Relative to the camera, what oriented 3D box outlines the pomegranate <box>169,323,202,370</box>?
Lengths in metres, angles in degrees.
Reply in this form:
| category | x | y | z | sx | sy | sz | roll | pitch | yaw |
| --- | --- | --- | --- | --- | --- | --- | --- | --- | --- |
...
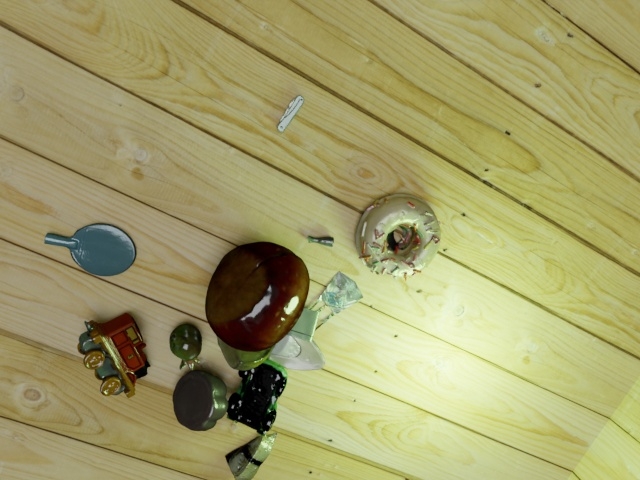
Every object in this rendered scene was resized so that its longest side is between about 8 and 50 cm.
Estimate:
| category | x | y | z | sx | sy | sz | roll | pitch | yaw |
| --- | --- | --- | --- | --- | --- | --- | --- | --- | --- |
| pomegranate | -0.560 | 0.447 | 1.851 | 0.131 | 0.152 | 0.191 | -5 | 126 | -14 |

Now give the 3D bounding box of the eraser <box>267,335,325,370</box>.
| category | x | y | z | sx | sy | sz | roll | pitch | yaw |
| --- | --- | --- | --- | --- | --- | --- | --- | --- | --- |
| eraser | -0.088 | 0.498 | 1.976 | 0.243 | 0.059 | 0.204 | 31 | 97 | -12 |

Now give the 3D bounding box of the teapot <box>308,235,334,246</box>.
| category | x | y | z | sx | sy | sz | roll | pitch | yaw |
| --- | --- | --- | --- | --- | --- | --- | --- | --- | --- |
| teapot | 0.000 | 0.000 | 1.873 | 0.110 | 0.043 | 0.043 | 8 | 103 | -7 |

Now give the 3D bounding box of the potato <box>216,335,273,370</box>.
| category | x | y | z | sx | sy | sz | roll | pitch | yaw |
| --- | --- | --- | --- | --- | --- | --- | --- | --- | --- |
| potato | -0.328 | 0.448 | 1.813 | 0.269 | 0.255 | 0.112 | 15 | 114 | -12 |

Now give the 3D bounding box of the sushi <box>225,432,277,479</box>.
| category | x | y | z | sx | sy | sz | roll | pitch | yaw |
| --- | --- | --- | --- | --- | --- | --- | --- | --- | --- |
| sushi | -0.303 | 1.006 | 2.046 | 0.273 | 0.109 | 0.134 | -35 | 108 | 0 |

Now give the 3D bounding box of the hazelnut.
| category | x | y | z | sx | sy | sz | roll | pitch | yaw |
| --- | --- | --- | --- | --- | --- | --- | --- | --- | --- |
| hazelnut | -0.251 | 0.210 | 1.726 | 0.402 | 0.402 | 0.429 | 26 | 83 | -14 |

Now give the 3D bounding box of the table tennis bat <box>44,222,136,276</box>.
| category | x | y | z | sx | sy | sz | roll | pitch | yaw |
| --- | --- | --- | --- | --- | --- | --- | --- | --- | --- |
| table tennis bat | -0.895 | 0.028 | 1.736 | 0.329 | 0.044 | 0.215 | 14 | 103 | -15 |

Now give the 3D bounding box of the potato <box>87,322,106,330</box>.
| category | x | y | z | sx | sy | sz | roll | pitch | yaw |
| --- | --- | --- | --- | --- | --- | --- | --- | --- | --- |
| potato | -0.908 | 0.364 | 1.817 | 0.092 | 0.045 | 0.047 | -6 | 70 | -10 |

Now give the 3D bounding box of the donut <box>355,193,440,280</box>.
| category | x | y | z | sx | sy | sz | roll | pitch | yaw |
| --- | --- | --- | --- | --- | --- | --- | --- | --- | --- |
| donut | 0.333 | -0.010 | 1.871 | 0.382 | 0.142 | 0.383 | -2 | 104 | -8 |

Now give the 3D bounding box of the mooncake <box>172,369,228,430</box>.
| category | x | y | z | sx | sy | sz | roll | pitch | yaw |
| --- | --- | --- | --- | --- | --- | --- | --- | --- | --- |
| mooncake | -0.505 | 0.674 | 1.872 | 0.245 | 0.245 | 0.133 | -49 | 143 | 5 |

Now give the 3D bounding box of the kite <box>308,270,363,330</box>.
| category | x | y | z | sx | sy | sz | roll | pitch | yaw |
| --- | --- | --- | --- | --- | --- | --- | --- | --- | --- |
| kite | 0.045 | 0.293 | 1.968 | 0.169 | 0.015 | 0.310 | 42 | 94 | -17 |

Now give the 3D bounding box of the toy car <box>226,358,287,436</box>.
| category | x | y | z | sx | sy | sz | roll | pitch | yaw |
| --- | --- | --- | --- | --- | --- | --- | --- | --- | --- |
| toy car | -0.273 | 0.687 | 1.937 | 0.213 | 0.176 | 0.359 | 21 | 92 | 9 |

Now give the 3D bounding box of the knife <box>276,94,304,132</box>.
| category | x | y | z | sx | sy | sz | roll | pitch | yaw |
| --- | --- | --- | --- | --- | --- | --- | --- | --- | --- |
| knife | -0.120 | -0.497 | 1.732 | 0.044 | 0.023 | 0.162 | 34 | 97 | -18 |

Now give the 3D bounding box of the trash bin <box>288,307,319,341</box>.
| category | x | y | z | sx | sy | sz | roll | pitch | yaw |
| --- | --- | --- | --- | --- | --- | --- | --- | --- | --- |
| trash bin | -0.076 | 0.357 | 1.903 | 0.116 | 0.059 | 0.130 | 19 | 77 | -10 |

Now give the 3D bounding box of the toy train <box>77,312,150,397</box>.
| category | x | y | z | sx | sy | sz | roll | pitch | yaw |
| --- | --- | --- | --- | --- | --- | --- | --- | --- | --- |
| toy train | -0.821 | 0.449 | 1.779 | 0.231 | 0.163 | 0.369 | -29 | 120 | -25 |
